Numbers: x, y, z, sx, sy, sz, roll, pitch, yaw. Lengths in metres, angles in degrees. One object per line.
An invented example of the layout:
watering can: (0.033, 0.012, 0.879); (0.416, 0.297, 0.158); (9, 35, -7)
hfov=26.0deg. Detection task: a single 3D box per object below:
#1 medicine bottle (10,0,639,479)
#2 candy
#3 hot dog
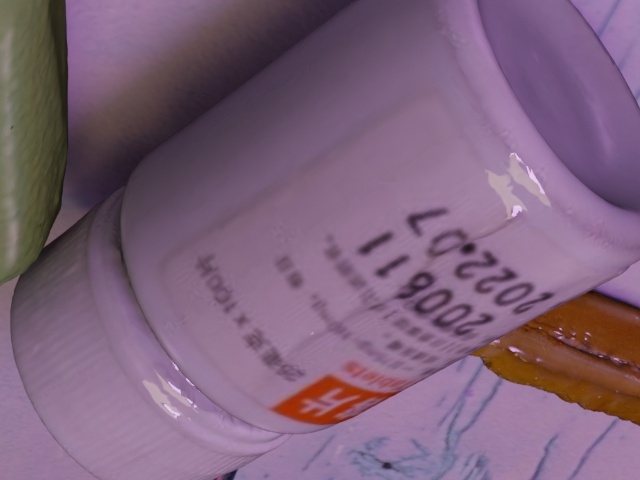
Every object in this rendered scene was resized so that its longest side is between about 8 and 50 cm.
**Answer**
medicine bottle: (0.000, 0.000, 0.837); (0.371, 0.211, 0.211); (-33, 125, 31)
candy: (-0.205, -0.121, 0.782); (0.132, 0.142, 0.343); (17, 134, 5)
hot dog: (0.220, 0.093, 1.013); (0.289, 0.083, 0.068); (22, 151, -17)
